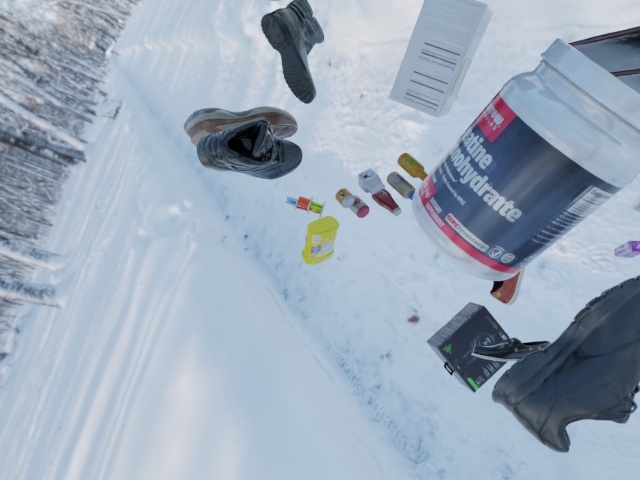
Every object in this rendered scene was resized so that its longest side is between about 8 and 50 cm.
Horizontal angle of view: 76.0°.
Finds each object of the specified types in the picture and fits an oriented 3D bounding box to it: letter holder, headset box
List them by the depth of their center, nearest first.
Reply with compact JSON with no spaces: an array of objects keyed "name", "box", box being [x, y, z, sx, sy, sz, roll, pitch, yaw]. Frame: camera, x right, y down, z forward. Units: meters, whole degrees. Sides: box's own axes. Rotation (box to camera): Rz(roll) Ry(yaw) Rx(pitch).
[{"name":"letter holder","box":[0.618,-0.300,0.830,0.214,0.302,0.152,18,105,54]},{"name":"headset box","box":[0.624,0.446,1.710,0.283,0.246,0.131,-39,4,-6]}]

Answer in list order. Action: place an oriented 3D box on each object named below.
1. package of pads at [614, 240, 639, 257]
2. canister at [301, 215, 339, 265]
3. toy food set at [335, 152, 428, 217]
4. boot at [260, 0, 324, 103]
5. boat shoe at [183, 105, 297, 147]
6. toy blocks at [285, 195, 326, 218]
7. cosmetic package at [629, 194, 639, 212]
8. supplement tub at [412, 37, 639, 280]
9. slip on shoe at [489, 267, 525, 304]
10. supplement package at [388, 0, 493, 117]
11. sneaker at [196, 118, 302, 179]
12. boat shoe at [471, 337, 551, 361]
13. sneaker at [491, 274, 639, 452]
[{"name":"package of pads","box":[0.891,0.026,1.176,0.050,0.083,0.032,3,73,11]},{"name":"canister","box":[0.000,0.000,1.492,0.073,0.126,0.170,51,149,29]},{"name":"toy food set","box":[0.163,-0.119,1.048,0.232,0.111,0.104,-29,54,-15]},{"name":"boot","box":[-0.038,-0.507,1.085,0.083,0.246,0.161,5,41,48]},{"name":"boat shoe","box":[-0.196,-0.277,1.094,0.123,0.324,0.116,-37,72,53]},{"name":"toy blocks","box":[-0.059,-0.137,1.532,0.123,0.148,0.054,111,178,-81]},{"name":"cosmetic package","box":[1.141,-0.190,1.258,0.160,0.113,0.309,36,112,20]},{"name":"supplement tub","box":[0.272,-0.093,0.544,0.272,0.191,0.191,-54,33,36]},{"name":"slip on shoe","box":[0.788,0.102,1.723,0.123,0.101,0.331,127,162,-74]},{"name":"supplement package","box":[0.283,-0.435,0.971,0.134,0.139,0.244,28,121,17]},{"name":"sneaker","box":[-0.099,-0.165,0.769,0.130,0.228,0.087,1,92,44]},{"name":"boat shoe","box":[0.315,0.180,0.676,0.049,0.133,0.042,108,165,-82]},{"name":"sneaker","box":[0.371,0.160,0.538,0.286,0.109,0.130,-51,54,18]}]
